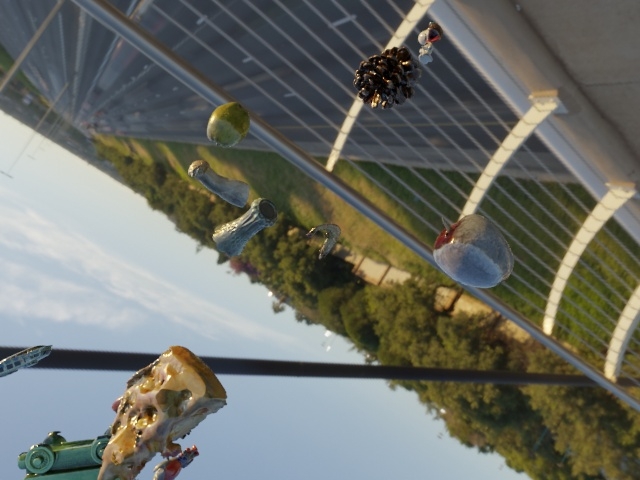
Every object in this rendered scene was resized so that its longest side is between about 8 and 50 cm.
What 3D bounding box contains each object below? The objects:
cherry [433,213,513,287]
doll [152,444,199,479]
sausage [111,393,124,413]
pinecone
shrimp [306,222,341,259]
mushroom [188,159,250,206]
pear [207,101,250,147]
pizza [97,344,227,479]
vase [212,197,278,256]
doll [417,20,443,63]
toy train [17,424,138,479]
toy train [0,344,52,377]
[{"bbox_3d":[0.502,0.035,1.637,0.296,0.218,0.255,36,163,-4],"label":"cherry"},{"bbox_3d":[-0.531,0.819,1.788,0.062,0.194,0.104,42,145,27],"label":"doll"},{"bbox_3d":[-0.671,0.613,1.932,0.083,0.300,0.089,-91,-17,-76],"label":"sausage"},{"bbox_3d":[0.187,-0.455,1.398,0.179,0.195,0.150,-34,78,60],"label":"pinecone"},{"bbox_3d":[0.000,0.000,1.207,0.083,0.114,0.023,9,-142,-24],"label":"shrimp"},{"bbox_3d":[-0.344,-0.196,1.681,0.223,0.081,0.092,31,154,-23],"label":"mushroom"},{"bbox_3d":[-0.252,-0.317,1.360,0.107,0.131,0.107,33,-172,-5],"label":"pear"},{"bbox_3d":[-0.323,0.336,0.933,0.189,0.297,0.071,47,180,27],"label":"pizza"},{"bbox_3d":[-0.151,-0.031,1.028,0.081,0.081,0.148,34,134,-26],"label":"vase"},{"bbox_3d":[0.225,-0.409,1.014,0.040,0.085,0.058,31,137,-31],"label":"doll"},{"bbox_3d":[-0.624,0.599,1.282,0.300,0.203,0.120,-4,180,-7],"label":"toy train"},{"bbox_3d":[-0.829,0.333,1.344,0.043,0.207,0.047,69,179,-85],"label":"toy train"}]
